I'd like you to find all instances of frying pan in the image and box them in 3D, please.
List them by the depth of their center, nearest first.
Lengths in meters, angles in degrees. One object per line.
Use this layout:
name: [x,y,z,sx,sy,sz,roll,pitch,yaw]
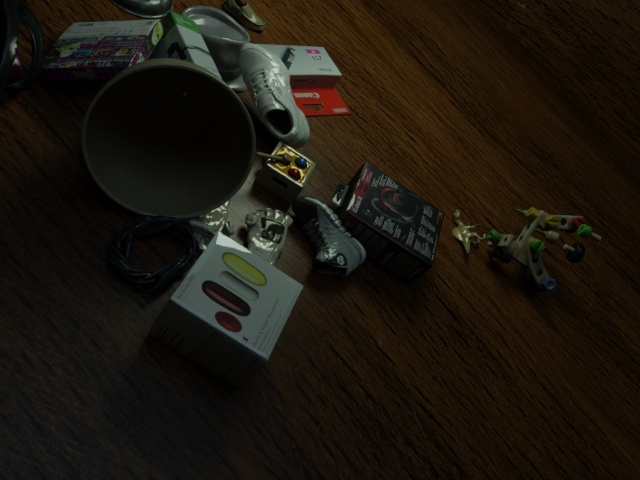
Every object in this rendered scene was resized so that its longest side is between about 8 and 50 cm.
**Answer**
frying pan: [-0.457,-0.713,1.626,0.326,0.053,0.197,-11,65,-35]

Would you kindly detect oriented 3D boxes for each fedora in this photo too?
fedora: [-0.290,-0.542,1.545,0.275,0.124,0.243,20,49,-19]

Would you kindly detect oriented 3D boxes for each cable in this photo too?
cable: [-0.334,0.016,1.146,0.150,0.047,0.184,38,52,7]

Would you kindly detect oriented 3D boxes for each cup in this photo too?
cup: [-0.318,-0.246,1.199,0.331,0.331,0.237,14,30,-25]

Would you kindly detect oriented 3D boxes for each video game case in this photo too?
video game case: [-0.503,-0.439,1.302,0.232,0.042,0.210,1,48,10]

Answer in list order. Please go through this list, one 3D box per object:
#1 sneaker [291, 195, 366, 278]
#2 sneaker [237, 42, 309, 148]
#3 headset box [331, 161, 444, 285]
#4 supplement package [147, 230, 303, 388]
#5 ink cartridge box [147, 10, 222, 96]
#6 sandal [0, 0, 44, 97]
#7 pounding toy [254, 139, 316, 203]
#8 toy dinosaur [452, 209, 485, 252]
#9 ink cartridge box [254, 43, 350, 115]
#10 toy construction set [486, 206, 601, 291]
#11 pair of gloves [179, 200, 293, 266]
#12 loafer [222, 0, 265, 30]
sneaker: [0.000,0.000,1.351,0.229,0.086,0.132,42,47,0]
sneaker: [-0.126,-0.386,1.476,0.305,0.114,0.152,60,15,0]
headset box: [0.163,-0.055,1.480,0.293,0.110,0.218,32,45,-9]
supplement package: [-0.178,0.131,1.085,0.203,0.149,0.194,33,45,-9]
ink cartridge box: [-0.347,-0.425,1.389,0.087,0.153,0.208,6,51,-54]
sandal: [-0.649,-0.430,1.207,0.107,0.167,0.445,22,45,-42]
pounding toy: [-0.097,-0.182,1.413,0.141,0.100,0.130,33,45,-8]
toy dinosaur: [0.437,-0.010,1.681,0.093,0.053,0.183,6,45,-11]
ink cartridge box: [-0.049,-0.485,1.708,0.275,0.060,0.239,-13,64,-39]
toy construction set: [0.622,-0.021,1.698,0.237,0.257,0.309,26,25,-3]
pair of gloves: [-0.188,-0.031,1.280,0.240,0.042,0.204,28,46,-11]
loafer: [-0.233,-0.708,1.762,0.148,0.050,0.056,29,46,-11]
